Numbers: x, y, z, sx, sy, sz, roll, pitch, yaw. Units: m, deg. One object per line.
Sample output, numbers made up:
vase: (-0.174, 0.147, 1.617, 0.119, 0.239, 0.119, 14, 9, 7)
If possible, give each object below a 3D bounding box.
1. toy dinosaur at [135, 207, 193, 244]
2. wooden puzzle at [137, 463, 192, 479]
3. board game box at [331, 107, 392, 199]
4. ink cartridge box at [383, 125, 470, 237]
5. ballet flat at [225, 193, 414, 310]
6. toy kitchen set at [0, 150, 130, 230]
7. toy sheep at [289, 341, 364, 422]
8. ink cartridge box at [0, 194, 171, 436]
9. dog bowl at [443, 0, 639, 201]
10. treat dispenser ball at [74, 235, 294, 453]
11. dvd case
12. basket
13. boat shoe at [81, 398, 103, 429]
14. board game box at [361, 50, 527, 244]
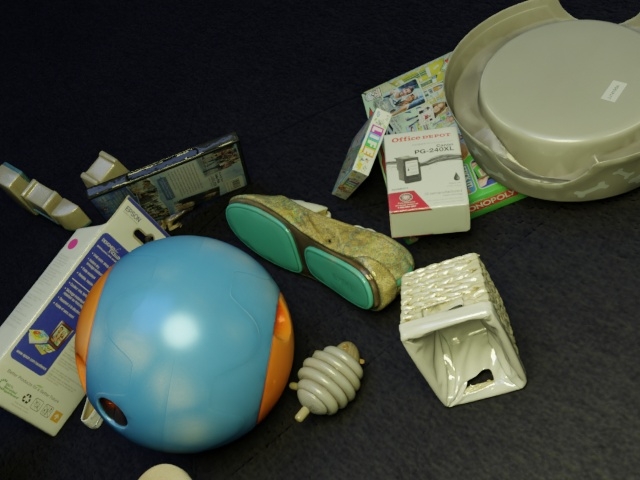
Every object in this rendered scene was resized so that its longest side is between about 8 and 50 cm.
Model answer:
toy dinosaur: (-0.305, -0.035, 1.457, 0.183, 0.053, 0.092, -6, 38, 17)
wooden puzzle: (-0.181, 0.462, 0.832, 0.348, 0.080, 0.322, -53, 43, -2)
board game box: (0.061, -0.130, 1.237, 0.026, 0.154, 0.103, 23, 77, -6)
ink cartridge box: (0.147, -0.084, 1.131, 0.109, 0.063, 0.150, -6, 52, 7)
ballet flat: (0.000, 0.000, 1.210, 0.348, 0.123, 0.123, 26, 72, 42)
toy kitchen set: (-0.506, -0.117, 1.606, 0.207, 0.122, 0.166, 28, 72, 20)
toy sheep: (0.008, 0.188, 1.068, 0.091, 0.091, 0.132, 16, 60, 38)
ink cartridge box: (-0.382, 0.115, 1.287, 0.069, 0.175, 0.371, 22, 69, 40)
dog bowl: (0.350, -0.198, 1.113, 0.349, 0.102, 0.348, -8, 51, 11)
treat dispenser ball: (-0.178, 0.137, 1.073, 0.288, 0.288, 0.288, -16, 50, 20)
dvd case: (-0.243, -0.090, 1.329, 0.253, 0.180, 0.022, -22, 72, -6)
basket: (0.172, 0.110, 0.980, 0.113, 0.167, 0.103, -18, 43, 17)
boat shoe: (-0.352, 0.245, 1.267, 0.035, 0.035, 0.100, -3, 55, 29)
board game box: (0.194, -0.161, 1.254, 0.214, 0.046, 0.317, -24, 48, 14)
